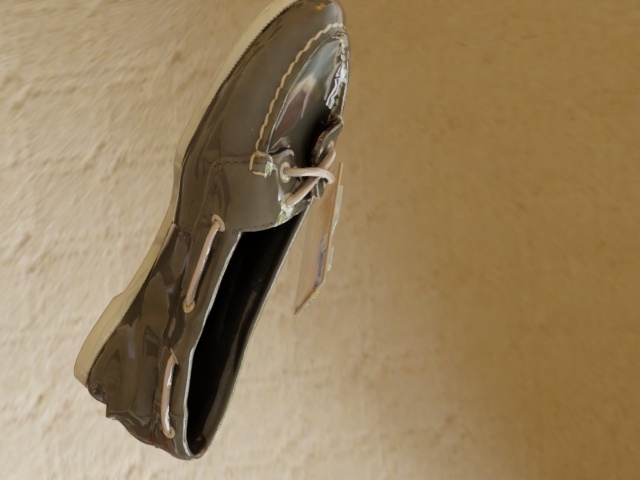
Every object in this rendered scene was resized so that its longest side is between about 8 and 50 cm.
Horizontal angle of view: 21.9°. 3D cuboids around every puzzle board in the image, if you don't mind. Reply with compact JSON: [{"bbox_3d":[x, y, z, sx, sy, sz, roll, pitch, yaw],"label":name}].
[{"bbox_3d":[0.000,0.000,1.610,0.011,0.096,0.128,14,64,-13],"label":"puzzle board"}]

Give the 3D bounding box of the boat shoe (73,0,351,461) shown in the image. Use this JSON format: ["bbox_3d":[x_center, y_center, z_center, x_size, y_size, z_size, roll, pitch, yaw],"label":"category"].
[{"bbox_3d":[-0.045,0.000,0.993,0.095,0.112,0.335,41,126,16],"label":"boat shoe"}]
